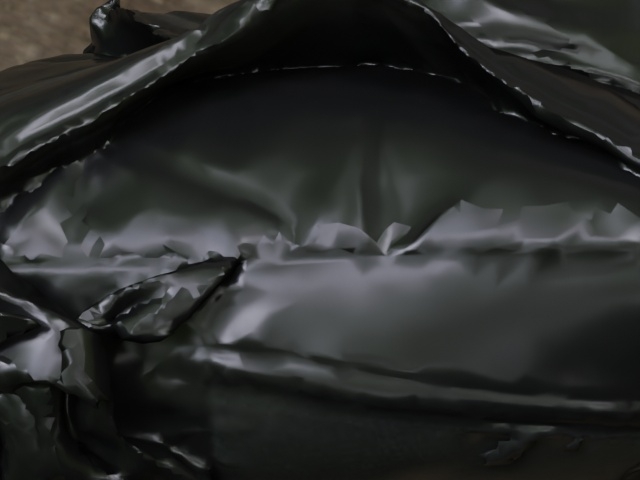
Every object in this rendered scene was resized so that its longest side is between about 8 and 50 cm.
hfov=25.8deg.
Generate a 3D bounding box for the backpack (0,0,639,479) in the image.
[{"bbox_3d":[0.000,0.000,0.621,0.446,0.363,0.255,-2,108,9],"label":"backpack"}]
